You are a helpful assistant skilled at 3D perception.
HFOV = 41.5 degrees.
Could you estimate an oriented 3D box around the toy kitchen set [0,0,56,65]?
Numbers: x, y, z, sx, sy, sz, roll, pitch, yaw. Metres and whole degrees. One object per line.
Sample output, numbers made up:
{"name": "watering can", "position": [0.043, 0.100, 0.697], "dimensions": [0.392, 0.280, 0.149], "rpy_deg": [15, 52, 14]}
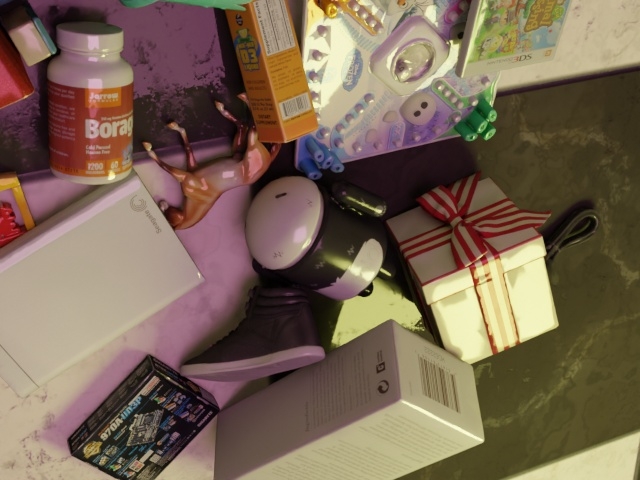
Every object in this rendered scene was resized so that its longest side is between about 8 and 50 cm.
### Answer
{"name": "toy kitchen set", "position": [-0.373, -0.370, 1.115], "dimensions": [0.166, 0.122, 0.207], "rpy_deg": [-30, 124, -9]}

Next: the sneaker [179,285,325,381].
{"name": "sneaker", "position": [-0.127, 0.164, 1.502], "dimensions": [0.296, 0.146, 0.105], "rpy_deg": [-17, 157, 29]}

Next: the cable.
{"name": "cable", "position": [0.464, 0.029, 1.776], "dimensions": [0.139, 0.072, 0.287], "rpy_deg": [39, 82, -18]}

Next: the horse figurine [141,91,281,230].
{"name": "horse figurine", "position": [-0.162, -0.133, 1.371], "dimensions": [0.263, 0.066, 0.174], "rpy_deg": [-28, 116, -7]}

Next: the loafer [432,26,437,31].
{"name": "loafer", "position": [0.233, -0.458, 1.379], "dimensions": [0.092, 0.102, 0.268], "rpy_deg": [-2, 129, -36]}

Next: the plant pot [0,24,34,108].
{"name": "plant pot", "position": [-0.533, -0.257, 1.013], "dimensions": [0.267, 0.267, 0.235], "rpy_deg": [-27, 121, -11]}

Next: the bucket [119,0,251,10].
{"name": "bucket", "position": [-0.185, -0.432, 1.090], "dimensions": [0.183, 0.281, 0.281], "rpy_deg": [-1, 116, -15]}

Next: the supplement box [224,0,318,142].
{"name": "supplement box", "position": [-0.077, -0.271, 1.297], "dimensions": [0.080, 0.078, 0.233], "rpy_deg": [-26, 112, -34]}

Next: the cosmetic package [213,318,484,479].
{"name": "cosmetic package", "position": [0.038, 0.336, 1.523], "dimensions": [0.453, 0.161, 0.230], "rpy_deg": [-33, 132, 31]}

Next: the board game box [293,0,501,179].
{"name": "board game box", "position": [0.153, -0.290, 1.378], "dimensions": [0.390, 0.050, 0.389], "rpy_deg": [-15, 138, -19]}

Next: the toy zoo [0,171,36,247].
{"name": "toy zoo", "position": [-0.527, 0.015, 1.292], "dimensions": [0.193, 0.030, 0.293], "rpy_deg": [-19, 122, -16]}

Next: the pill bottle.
{"name": "pill bottle", "position": [-0.332, -0.199, 1.221], "dimensions": [0.121, 0.121, 0.216], "rpy_deg": [-5, 117, -23]}

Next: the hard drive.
{"name": "hard drive", "position": [-0.388, 0.072, 1.342], "dimensions": [0.353, 0.047, 0.233], "rpy_deg": [-34, 125, -9]}

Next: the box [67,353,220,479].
{"name": "box", "position": [-0.320, 0.337, 1.542], "dimensions": [0.220, 0.051, 0.175], "rpy_deg": [-47, 125, 3]}

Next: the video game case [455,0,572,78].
{"name": "video game case", "position": [0.320, -0.366, 1.346], "dimensions": [0.194, 0.023, 0.212], "rpy_deg": [-15, 138, -22]}

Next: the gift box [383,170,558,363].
{"name": "gift box", "position": [0.289, 0.034, 1.563], "dimensions": [0.277, 0.255, 0.258], "rpy_deg": [-27, 125, -4]}

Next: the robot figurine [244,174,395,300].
{"name": "robot figurine", "position": [0.001, -0.003, 1.453], "dimensions": [0.278, 0.174, 0.209], "rpy_deg": [26, 87, -33]}
